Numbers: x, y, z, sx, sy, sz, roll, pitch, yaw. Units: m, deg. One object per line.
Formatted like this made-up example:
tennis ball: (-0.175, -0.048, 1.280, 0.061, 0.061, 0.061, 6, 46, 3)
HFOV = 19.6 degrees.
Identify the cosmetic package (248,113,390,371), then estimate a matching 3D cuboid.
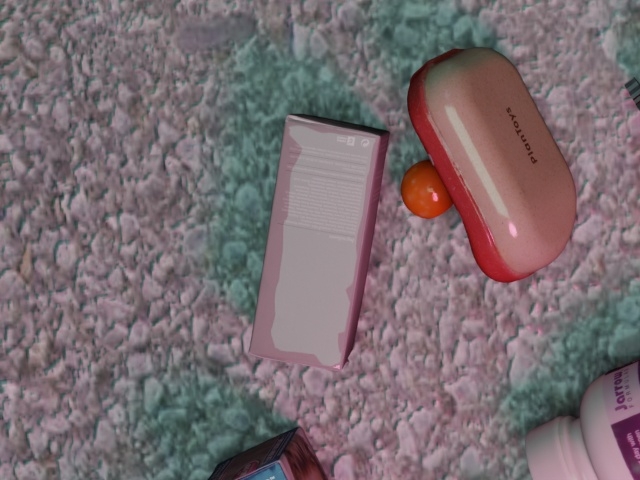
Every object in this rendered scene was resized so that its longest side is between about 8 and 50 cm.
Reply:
cosmetic package: (0.000, 0.000, 1.829, 0.107, 0.127, 0.238, 13, 95, 5)

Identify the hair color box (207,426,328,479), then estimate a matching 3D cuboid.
hair color box: (0.003, 0.373, 1.841, 0.105, 0.174, 0.347, -27, 92, 8)

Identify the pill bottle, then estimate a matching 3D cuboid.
pill bottle: (0.356, 0.181, 1.775, 0.301, 0.169, 0.169, -27, 92, 19)

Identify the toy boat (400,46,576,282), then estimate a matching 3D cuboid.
toy boat: (0.143, -0.064, 1.816, 0.151, 0.151, 0.231, -26, 92, 39)

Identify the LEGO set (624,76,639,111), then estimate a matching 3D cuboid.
LEGO set: (0.455, -0.130, 1.765, 0.255, 0.192, 0.331, 34, 111, -27)
